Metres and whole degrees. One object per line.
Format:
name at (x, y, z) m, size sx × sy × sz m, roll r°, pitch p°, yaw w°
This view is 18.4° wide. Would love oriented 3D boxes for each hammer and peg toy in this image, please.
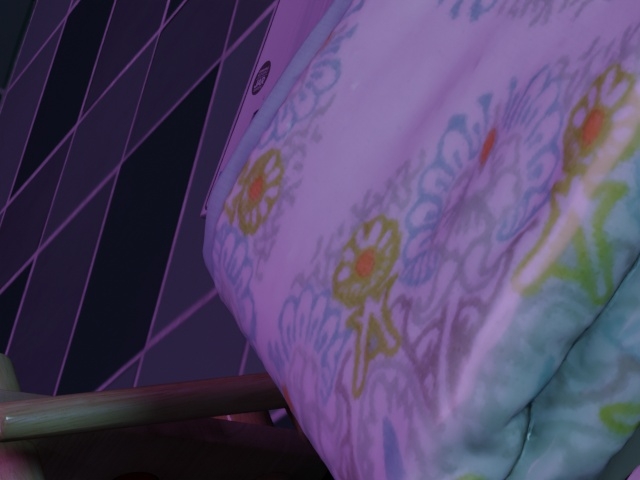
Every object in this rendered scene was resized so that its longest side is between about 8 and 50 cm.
hammer and peg toy at (-0.135, 0.155, 1.205) m, size 0.361 × 0.266 × 0.127 m, roll -55°, pitch 41°, yaw 32°

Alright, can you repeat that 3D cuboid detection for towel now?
towel at (0.092, -0.077, 0.818) m, size 0.374 × 0.090 × 0.320 m, roll -59°, pitch 22°, yaw 10°

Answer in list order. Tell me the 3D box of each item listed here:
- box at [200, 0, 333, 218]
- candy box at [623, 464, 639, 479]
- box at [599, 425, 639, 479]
box at (0.025, -0.140, 1.394) m, size 0.169 × 0.087 × 0.290 m, roll -13°, pitch 55°, yaw 67°
candy box at (0.154, 0.131, 0.616) m, size 0.233 × 0.159 × 0.071 m, roll -51°, pitch 22°, yaw 36°
box at (0.171, 0.054, 0.764) m, size 0.275 × 0.094 × 0.113 m, roll -47°, pitch 26°, yaw 44°
